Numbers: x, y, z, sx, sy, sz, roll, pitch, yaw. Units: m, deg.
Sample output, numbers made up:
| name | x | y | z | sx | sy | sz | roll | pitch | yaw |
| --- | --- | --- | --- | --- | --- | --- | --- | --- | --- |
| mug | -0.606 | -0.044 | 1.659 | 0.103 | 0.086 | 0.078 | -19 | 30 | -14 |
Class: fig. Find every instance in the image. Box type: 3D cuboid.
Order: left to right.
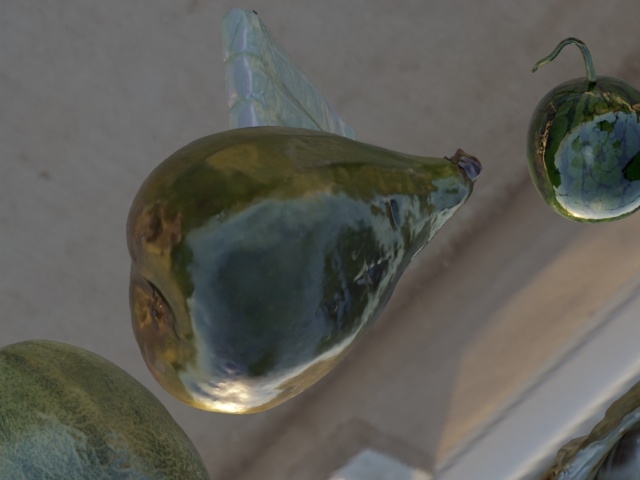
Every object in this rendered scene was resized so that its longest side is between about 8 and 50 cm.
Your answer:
| name | x | y | z | sx | sy | sz | roll | pitch | yaw |
| --- | --- | --- | --- | --- | --- | --- | --- | --- | --- |
| fig | -0.015 | 0.002 | 0.802 | 0.185 | 0.127 | 0.133 | -29 | 108 | -47 |

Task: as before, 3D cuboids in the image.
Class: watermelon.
| name | x | y | z | sx | sy | sz | roll | pitch | yaw |
| --- | --- | --- | --- | --- | --- | --- | --- | --- | --- |
| watermelon | 0.269 | -0.109 | 1.609 | 0.141 | 0.141 | 0.187 | -17 | 114 | -13 |

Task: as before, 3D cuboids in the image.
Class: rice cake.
| name | x | y | z | sx | sy | sz | roll | pitch | yaw |
| --- | --- | --- | --- | --- | --- | --- | --- | --- | --- |
| rice cake | -0.016 | -0.045 | 1.170 | 0.037 | 0.189 | 0.198 | -12 | 161 | 18 |

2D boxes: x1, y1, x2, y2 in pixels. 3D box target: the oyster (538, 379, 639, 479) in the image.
| name | x | y | z | sx | sy | sz | roll | pitch | yaw |
| --- | --- | --- | --- | --- | --- | --- | --- | --- | --- |
| oyster | 0.197 | 0.109 | 0.819 | 0.161 | 0.107 | 0.233 | 36 | 101 | -24 |

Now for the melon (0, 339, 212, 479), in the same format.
| name | x | y | z | sx | sy | sz | roll | pitch | yaw |
| --- | --- | --- | --- | --- | --- | --- | --- | --- | --- |
| melon | -0.233 | 0.248 | 1.554 | 0.248 | 0.248 | 0.329 | -33 | 96 | 5 |
